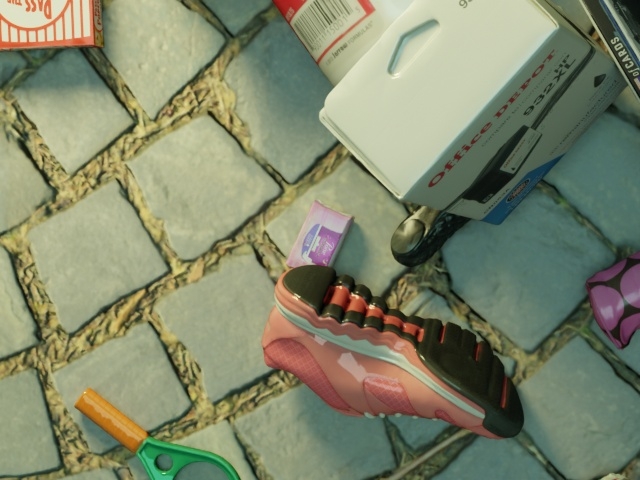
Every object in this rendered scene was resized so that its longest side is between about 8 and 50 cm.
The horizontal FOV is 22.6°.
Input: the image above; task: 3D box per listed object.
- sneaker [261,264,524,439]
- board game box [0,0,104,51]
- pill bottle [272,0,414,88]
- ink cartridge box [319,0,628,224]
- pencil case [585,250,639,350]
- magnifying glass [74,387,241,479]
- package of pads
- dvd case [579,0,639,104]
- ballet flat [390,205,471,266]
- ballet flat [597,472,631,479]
[{"bbox_3d":[0.077,0.148,1.790,0.313,0.116,0.136,28,121,2],"label":"sneaker"},{"bbox_3d":[-0.328,-0.316,1.837,0.146,0.045,0.194,-2,93,8],"label":"board game box"},{"bbox_3d":[0.005,-0.372,1.695,0.229,0.229,0.408,-35,88,8],"label":"pill bottle"},{"bbox_3d":[0.165,-0.145,1.605,0.223,0.307,0.129,-48,70,13],"label":"ink cartridge box"},{"bbox_3d":[0.392,0.038,1.731,0.209,0.095,0.098,-28,119,8],"label":"pencil case"},{"bbox_3d":[-0.188,0.252,1.860,0.231,0.026,0.092,37,98,3],"label":"magnifying glass"},{"bbox_3d":[0.000,0.000,1.814,0.050,0.032,0.083,25,96,7],"label":"package of pads"},{"bbox_3d":[0.355,-0.188,1.682,0.029,0.179,0.239,-30,88,29],"label":"dvd case"},{"bbox_3d":[0.148,-0.036,1.793,0.173,0.049,0.057,-39,65,3],"label":"ballet flat"},{"bbox_3d":[0.332,0.377,1.773,0.077,0.091,0.241,-10,87,39],"label":"ballet flat"}]
